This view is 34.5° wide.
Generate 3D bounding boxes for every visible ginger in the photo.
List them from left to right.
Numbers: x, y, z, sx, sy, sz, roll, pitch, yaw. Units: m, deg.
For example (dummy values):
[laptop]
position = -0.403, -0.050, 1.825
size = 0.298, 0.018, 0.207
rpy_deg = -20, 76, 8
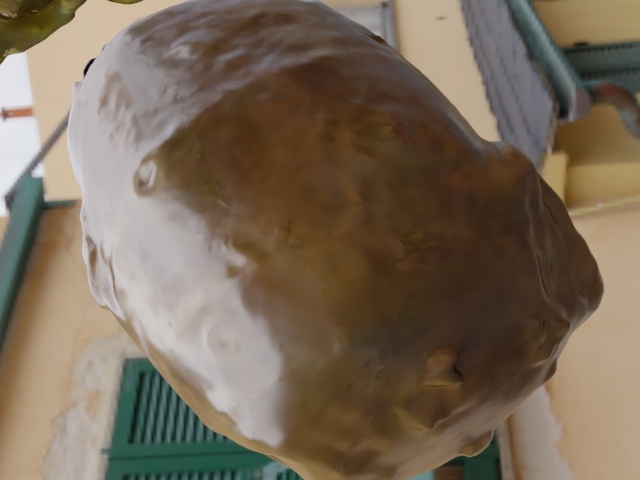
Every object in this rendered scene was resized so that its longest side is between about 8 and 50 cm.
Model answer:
[ginger]
position = -0.003, 0.002, 0.519
size = 0.269, 0.200, 0.223
rpy_deg = 50, 170, -21

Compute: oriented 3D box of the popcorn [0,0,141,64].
[popcorn]
position = -0.154, -0.143, 0.392
size = 0.185, 0.187, 0.167
rpy_deg = 47, -131, -63
